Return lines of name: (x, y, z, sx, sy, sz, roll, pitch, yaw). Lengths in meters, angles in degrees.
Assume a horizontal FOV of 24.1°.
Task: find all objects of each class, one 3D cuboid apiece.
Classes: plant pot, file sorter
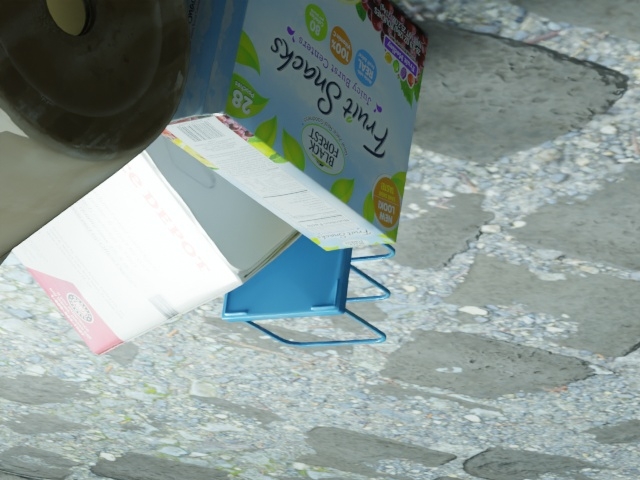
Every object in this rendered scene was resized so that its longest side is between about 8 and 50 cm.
plant pot: (-0.247, -0.115, 0.947, 0.280, 0.323, 0.323, -13, 149, 39)
file sorter: (0.000, 0.000, 1.315, 0.118, 0.170, 0.104, -5, 157, 31)

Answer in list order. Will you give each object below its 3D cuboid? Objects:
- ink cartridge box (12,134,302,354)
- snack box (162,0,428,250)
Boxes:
ink cartridge box: (-0.152, -0.041, 1.224, 0.207, 0.117, 0.283, 53, 145, -7)
snack box: (-0.013, -0.112, 1.045, 0.070, 0.174, 0.207, -7, 152, 36)
